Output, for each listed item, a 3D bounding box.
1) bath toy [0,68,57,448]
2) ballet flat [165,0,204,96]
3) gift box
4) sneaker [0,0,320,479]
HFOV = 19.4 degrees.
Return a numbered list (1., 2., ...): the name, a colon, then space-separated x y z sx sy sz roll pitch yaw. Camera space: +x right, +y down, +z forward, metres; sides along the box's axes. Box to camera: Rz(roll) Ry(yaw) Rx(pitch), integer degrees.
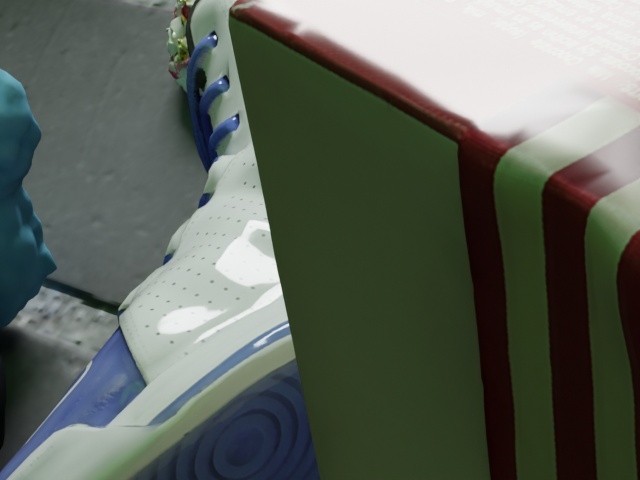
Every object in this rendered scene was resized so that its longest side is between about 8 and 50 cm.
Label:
1. bath toy: -0.178 0.083 0.620 0.129 0.151 0.348 -34 30 35
2. ballet flat: 0.008 -0.167 0.824 0.091 0.077 0.241 29 70 42
3. gift box: 0.165 0.044 0.428 0.276 0.258 0.255 -25 38 -21
4. sneaker: 0.001 -0.001 0.660 0.315 0.127 0.182 -44 41 -22
